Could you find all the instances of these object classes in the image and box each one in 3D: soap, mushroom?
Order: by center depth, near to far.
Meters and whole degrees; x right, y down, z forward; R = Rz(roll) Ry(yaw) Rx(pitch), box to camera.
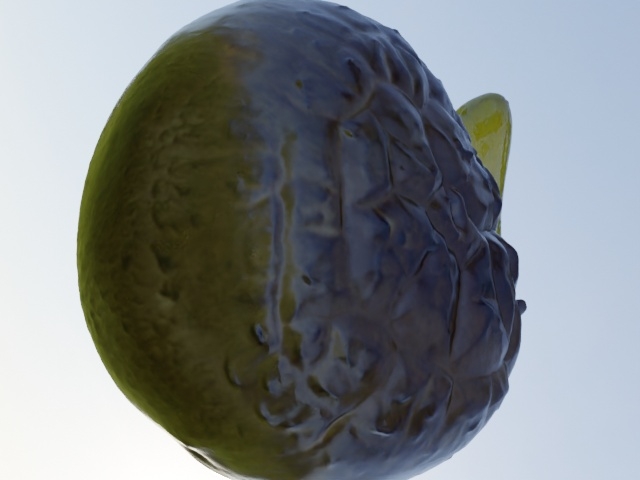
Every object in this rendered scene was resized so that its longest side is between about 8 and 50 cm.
[{"bbox_3d":[0.000,0.000,0.543,0.153,0.253,0.253,-18,-100,33],"label":"mushroom"},{"bbox_3d":[0.123,-0.043,0.929,0.033,0.089,0.168,36,-42,39],"label":"soap"}]
